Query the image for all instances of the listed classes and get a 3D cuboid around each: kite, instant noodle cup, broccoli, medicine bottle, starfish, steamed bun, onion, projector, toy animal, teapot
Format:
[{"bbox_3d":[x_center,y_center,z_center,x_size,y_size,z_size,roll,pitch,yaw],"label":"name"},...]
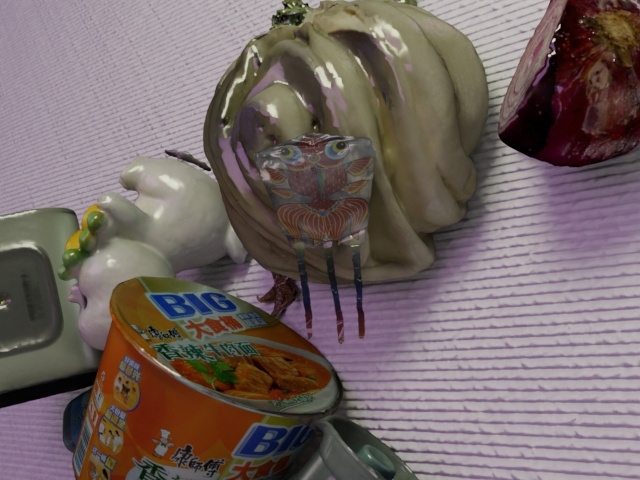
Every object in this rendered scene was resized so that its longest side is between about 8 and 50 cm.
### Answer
[{"bbox_3d":[0.001,-0.001,0.994,0.127,0.016,0.230,-1,104,14],"label":"kite"},{"bbox_3d":[-0.146,0.204,1.099,0.296,0.296,0.214,44,113,49],"label":"instant noodle cup"},{"bbox_3d":[0.030,-0.293,1.272,0.204,0.122,0.118,-12,40,27],"label":"broccoli"},{"bbox_3d":[-0.313,0.249,1.414,0.208,0.053,0.090,-32,51,34],"label":"medicine bottle"},{"bbox_3d":[-0.057,0.066,1.244,0.078,0.028,0.091,3,77,54],"label":"starfish"},{"bbox_3d":[0.007,-0.128,1.093,0.352,0.247,0.339,0,75,47],"label":"steamed bun"},{"bbox_3d":[0.251,-0.149,0.940,0.218,0.139,0.195,118,167,-67],"label":"onion"},{"bbox_3d":[-0.462,0.112,1.406,0.248,0.248,0.249,133,123,-71],"label":"projector"},{"bbox_3d":[-0.232,0.047,1.301,0.183,0.247,0.310,-30,33,56],"label":"toy animal"},{"bbox_3d":[0.006,0.316,0.965,0.203,0.171,0.225,40,97,17],"label":"teapot"}]
